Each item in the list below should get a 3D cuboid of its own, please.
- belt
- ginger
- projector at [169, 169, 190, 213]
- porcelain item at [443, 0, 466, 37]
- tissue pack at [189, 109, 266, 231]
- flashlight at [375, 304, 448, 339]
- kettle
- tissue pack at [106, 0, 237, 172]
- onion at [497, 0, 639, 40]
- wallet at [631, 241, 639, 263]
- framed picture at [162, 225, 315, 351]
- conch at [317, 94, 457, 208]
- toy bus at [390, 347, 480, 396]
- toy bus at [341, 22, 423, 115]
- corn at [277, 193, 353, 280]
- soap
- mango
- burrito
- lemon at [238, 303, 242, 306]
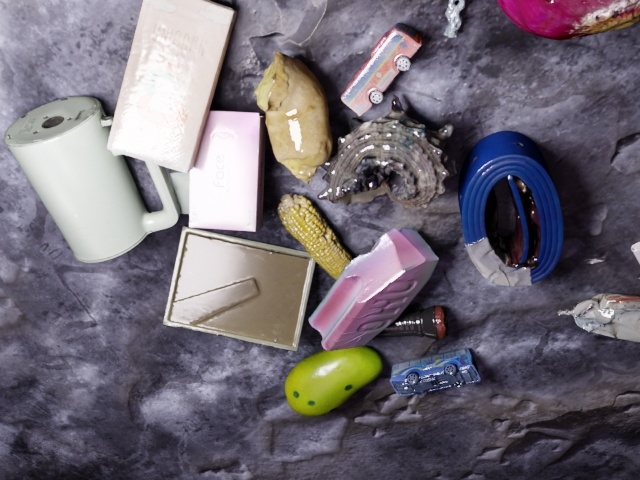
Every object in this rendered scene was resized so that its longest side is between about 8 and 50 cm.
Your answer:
[{"bbox_3d":[0.411,-0.060,1.436,0.212,0.117,0.347,-11,125,13],"label":"belt"},{"bbox_3d":[-0.050,-0.247,1.315,0.138,0.152,0.267,9,130,50],"label":"ginger"},{"bbox_3d":[-0.256,-0.122,1.497,0.147,0.061,0.115,-1,129,7],"label":"projector"},{"bbox_3d":[0.250,-0.422,1.227,0.036,0.028,0.083,29,131,27],"label":"porcelain item"},{"bbox_3d":[-0.192,-0.148,1.385,0.148,0.092,0.247,3,98,3],"label":"tissue pack"},{"bbox_3d":[0.209,0.216,1.700,0.231,0.093,0.093,-5,127,17],"label":"flashlight"},{"bbox_3d":[-0.488,-0.140,1.440,0.265,0.205,0.318,-28,127,-18],"label":"kettle"},{"bbox_3d":[-0.287,-0.310,1.271,0.170,0.071,0.326,17,104,-8],"label":"tissue pack"},{"bbox_3d":[0.411,-0.507,1.005,0.347,0.347,0.386,-14,87,17],"label":"onion"},{"bbox_3d":[0.777,0.046,1.535,0.061,0.025,0.122,-29,119,27],"label":"wallet"},{"bbox_3d":[-0.195,0.118,1.607,0.334,0.022,0.248,11,88,-3],"label":"framed picture"},{"bbox_3d":[0.140,-0.152,1.376,0.312,0.186,0.241,-19,135,15],"label":"conch"},{"bbox_3d":[0.308,0.356,1.786,0.236,0.094,0.079,-17,130,21],"label":"toy bus"},{"bbox_3d":[0.119,-0.334,1.291,0.077,0.065,0.192,34,124,-10],"label":"toy bus"},{"bbox_3d":[0.000,0.000,1.551,0.086,0.087,0.288,-26,123,24],"label":"corn"},{"bbox_3d":[0.132,0.118,1.564,0.192,0.109,0.324,-3,137,-40],"label":"soap"},{"bbox_3d":[0.032,0.379,1.810,0.293,0.143,0.175,-29,121,15],"label":"mango"},{"bbox_3d":[0.806,0.193,1.599,0.445,0.101,0.139,8,132,0],"label":"burrito"},{"bbox_3d":[-0.208,0.169,1.686,0.114,0.114,0.155,17,132,-7],"label":"lemon"}]
